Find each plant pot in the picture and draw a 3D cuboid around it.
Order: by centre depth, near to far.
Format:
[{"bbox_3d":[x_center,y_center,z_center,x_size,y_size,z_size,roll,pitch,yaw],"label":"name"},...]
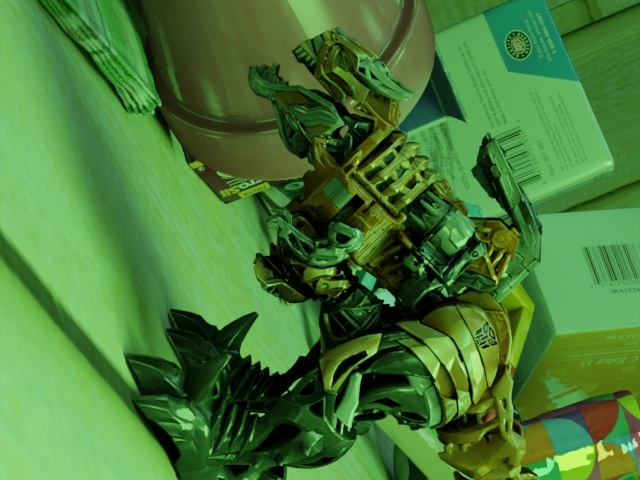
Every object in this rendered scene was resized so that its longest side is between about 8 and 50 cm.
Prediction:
[{"bbox_3d":[-0.041,-0.171,1.167,0.180,0.201,0.201,63,8,-48],"label":"plant pot"}]

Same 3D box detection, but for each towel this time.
[{"bbox_3d":[-0.150,-0.154,1.084,0.152,0.023,0.113,51,15,-58],"label":"towel"}]

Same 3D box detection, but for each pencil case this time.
[{"bbox_3d":[0.223,0.225,1.780,0.104,0.236,0.104,167,-90,-80],"label":"pencil case"}]

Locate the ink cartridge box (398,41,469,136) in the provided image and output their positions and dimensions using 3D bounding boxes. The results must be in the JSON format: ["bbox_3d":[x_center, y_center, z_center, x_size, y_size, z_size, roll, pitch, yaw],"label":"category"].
[{"bbox_3d":[0.004,-0.228,1.394,0.307,0.072,0.304,-117,-178,-80],"label":"ink cartridge box"}]

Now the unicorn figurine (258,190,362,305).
[{"bbox_3d":[0.000,0.000,1.407,0.111,0.161,0.060,-55,132,-49],"label":"unicorn figurine"}]

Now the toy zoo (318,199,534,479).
[{"bbox_3d":[0.104,0.062,1.556,0.192,0.030,0.293,48,40,-19],"label":"toy zoo"}]

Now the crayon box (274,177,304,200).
[{"bbox_3d":[-0.071,-0.201,1.508,0.202,0.081,0.319,36,30,-75],"label":"crayon box"}]

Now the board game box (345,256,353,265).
[{"bbox_3d":[-0.019,-0.099,1.810,0.260,0.030,0.136,60,13,-45],"label":"board game box"}]

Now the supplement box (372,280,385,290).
[{"bbox_3d":[0.075,0.021,1.903,0.056,0.083,0.083,60,11,-47],"label":"supplement box"}]

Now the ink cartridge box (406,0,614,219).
[{"bbox_3d":[0.155,-0.121,2.029,0.129,0.307,0.223,20,47,-83],"label":"ink cartridge box"}]

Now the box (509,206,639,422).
[{"bbox_3d":[0.302,0.128,2.137,0.345,0.215,0.168,110,-30,-53],"label":"box"}]

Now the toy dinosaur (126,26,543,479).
[{"bbox_3d":[0.026,0.058,0.929,0.164,0.218,0.322,47,22,-72],"label":"toy dinosaur"}]

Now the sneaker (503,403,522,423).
[{"bbox_3d":[0.188,0.248,1.973,0.281,0.106,0.163,-97,166,-66],"label":"sneaker"}]

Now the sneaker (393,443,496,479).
[{"bbox_3d":[0.139,0.251,1.636,0.108,0.100,0.271,66,6,35],"label":"sneaker"}]

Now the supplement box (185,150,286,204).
[{"bbox_3d":[-0.065,-0.067,1.286,0.083,0.055,0.043,49,21,-65],"label":"supplement box"}]
